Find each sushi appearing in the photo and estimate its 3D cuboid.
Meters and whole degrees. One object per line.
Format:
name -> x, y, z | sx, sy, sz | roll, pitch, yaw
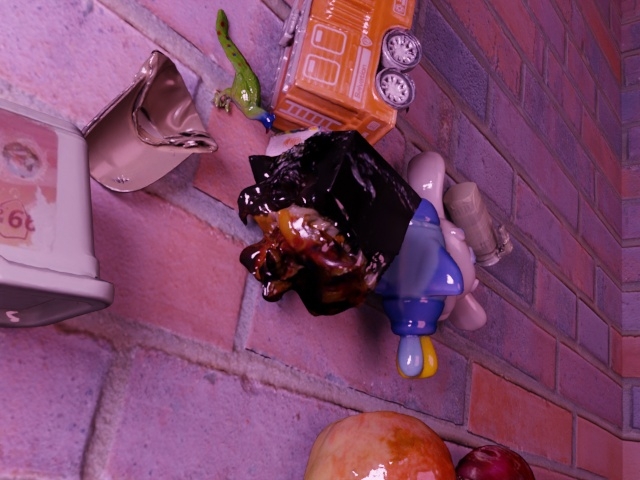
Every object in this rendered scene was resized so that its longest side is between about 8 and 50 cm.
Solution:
sushi -> 0.001, 0.000, 0.898 | 0.215, 0.227, 0.212 | 39, 62, -35

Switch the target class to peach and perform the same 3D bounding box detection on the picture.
peach -> 0.083, 0.386, 0.942 | 0.232, 0.232, 0.256 | 36, 47, -43

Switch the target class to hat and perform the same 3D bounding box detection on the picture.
hat -> -0.223, -0.144, 0.776 | 0.175, 0.085, 0.147 | -40, 129, -22

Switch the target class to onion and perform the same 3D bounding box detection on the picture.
onion -> 0.344, 0.537, 1.274 | 0.246, 0.190, 0.246 | -12, 108, -40

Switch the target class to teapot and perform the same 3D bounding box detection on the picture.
teapot -> 0.367, -0.035, 1.455 | 0.200, 0.107, 0.077 | 59, 41, -27

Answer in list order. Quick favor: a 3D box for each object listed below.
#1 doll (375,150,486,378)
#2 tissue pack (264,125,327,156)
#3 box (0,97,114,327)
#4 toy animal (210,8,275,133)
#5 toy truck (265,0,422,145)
doll -> 0.204, 0.056, 1.172 | 0.376, 0.187, 0.365 | 56, 35, -4
tissue pack -> -0.001, -0.116, 1.003 | 0.148, 0.109, 0.060 | 35, 61, -44
box -> -0.342, -0.036, 0.532 | 0.312, 0.175, 0.182 | 16, 63, -49
toy animal -> -0.128, -0.232, 0.912 | 0.041, 0.075, 0.217 | 11, 47, -53
toy truck -> 0.044, -0.339, 1.032 | 0.207, 0.173, 0.387 | 19, 67, -18
